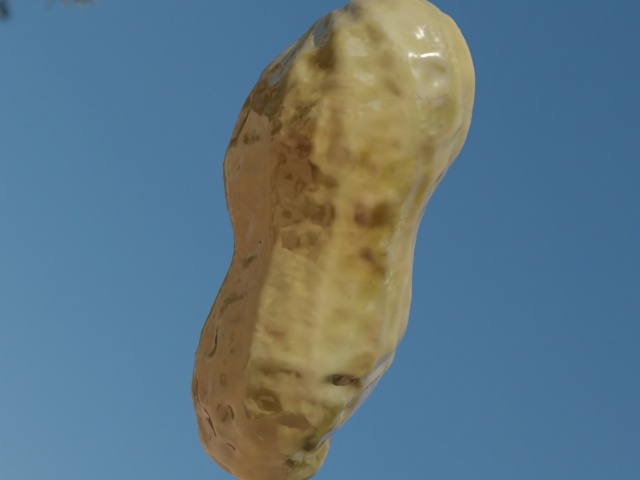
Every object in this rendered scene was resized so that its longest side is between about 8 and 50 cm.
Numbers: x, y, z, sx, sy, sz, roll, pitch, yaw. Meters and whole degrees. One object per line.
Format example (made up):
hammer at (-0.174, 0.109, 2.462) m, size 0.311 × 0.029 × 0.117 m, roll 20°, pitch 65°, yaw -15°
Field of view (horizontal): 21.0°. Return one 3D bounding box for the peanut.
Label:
peanut at (0.000, 0.000, 0.968) m, size 0.130 × 0.130 × 0.290 m, roll 22°, pitch -80°, yaw 42°
